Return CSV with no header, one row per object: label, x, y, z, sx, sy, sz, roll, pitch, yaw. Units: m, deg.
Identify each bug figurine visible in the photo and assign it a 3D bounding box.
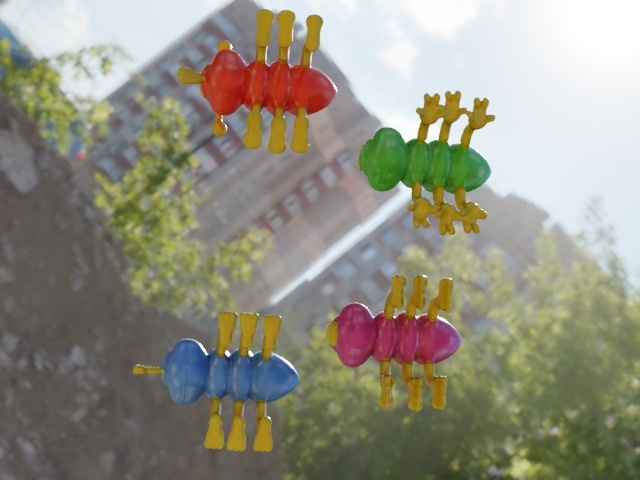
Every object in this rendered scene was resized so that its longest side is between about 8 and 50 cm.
bug figurine,0.000,0.000,0.829,0.216,0.279,0.072,9,-1,-7
